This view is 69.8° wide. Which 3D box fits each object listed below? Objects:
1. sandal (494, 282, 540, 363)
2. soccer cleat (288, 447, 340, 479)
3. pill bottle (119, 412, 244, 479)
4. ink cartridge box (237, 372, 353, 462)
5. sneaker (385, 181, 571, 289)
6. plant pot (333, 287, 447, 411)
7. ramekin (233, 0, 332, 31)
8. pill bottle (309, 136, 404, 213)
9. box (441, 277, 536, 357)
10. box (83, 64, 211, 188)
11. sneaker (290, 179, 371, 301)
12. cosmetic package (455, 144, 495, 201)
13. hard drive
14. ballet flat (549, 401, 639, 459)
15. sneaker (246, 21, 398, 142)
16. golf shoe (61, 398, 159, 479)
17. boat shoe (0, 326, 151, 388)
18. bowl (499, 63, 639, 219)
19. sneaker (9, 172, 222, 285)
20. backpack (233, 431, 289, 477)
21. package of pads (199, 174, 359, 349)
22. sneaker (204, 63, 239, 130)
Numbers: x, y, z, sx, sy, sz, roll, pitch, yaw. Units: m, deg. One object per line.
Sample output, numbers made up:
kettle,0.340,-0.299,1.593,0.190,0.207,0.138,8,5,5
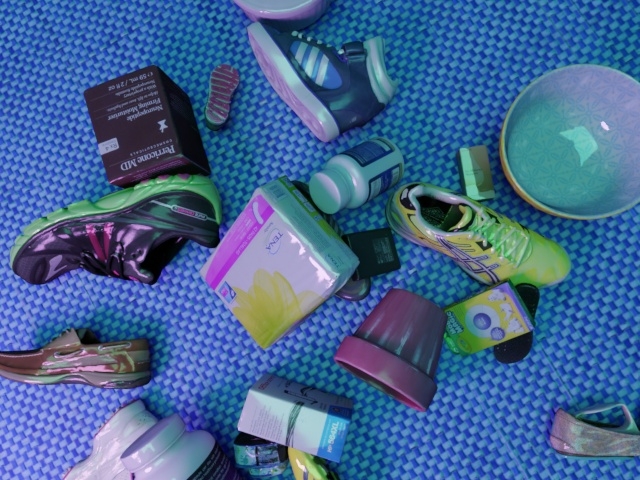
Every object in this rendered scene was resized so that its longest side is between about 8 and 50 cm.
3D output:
sandal,0.400,0.168,0.931,0.067,0.040,0.180,13,105,11
soccer cleat,0.001,0.528,0.903,0.121,0.093,0.289,-30,96,-5
pill bottle,-0.237,0.504,0.884,0.181,0.181,0.323,-33,93,2
ink cartridge box,-0.044,0.346,0.915,0.202,0.148,0.086,16,88,6
sneaker,0.311,-0.001,0.908,0.384,0.147,0.145,21,86,4
plant pot,0.152,0.202,0.896,0.201,0.201,0.180,28,73,7
ramekin,-0.083,-0.593,1.004,0.272,0.127,0.273,0,86,5
pill bottle,0.071,-0.128,0.918,0.186,0.112,0.112,-31,82,-35
box,0.319,0.161,0.920,0.179,0.043,0.105,-33,82,30
box,-0.362,-0.226,0.983,0.168,0.167,0.204,-19,84,4
sneaker,0.000,0.000,0.952,0.111,0.121,0.300,-37,83,2
cosmetic package,0.327,-0.139,0.970,0.060,0.041,0.115,-10,85,5
hard drive,0.106,0.026,0.943,0.022,0.135,0.094,-20,82,47
ballet flat,0.607,0.367,0.874,0.315,0.107,0.106,2,78,5
sneaker,0.018,-0.387,0.989,0.236,0.130,0.323,-36,78,-8
golf shoe,-0.449,0.491,0.966,0.140,0.115,0.306,38,91,4
boat shoe,-0.524,0.249,0.996,0.323,0.122,0.120,4,81,-2
bowl,0.482,-0.175,0.900,0.288,0.156,0.290,0,86,5
sneaker,-0.432,0.013,0.965,0.481,0.185,0.203,-18,89,10
backpack,-0.118,0.431,0.938,0.114,0.105,0.084,-6,85,7
package of pads,-0.088,0.057,0.899,0.229,0.101,0.296,48,128,8
sneaker,-0.227,-0.317,1.030,0.063,0.075,0.171,14,65,-18
